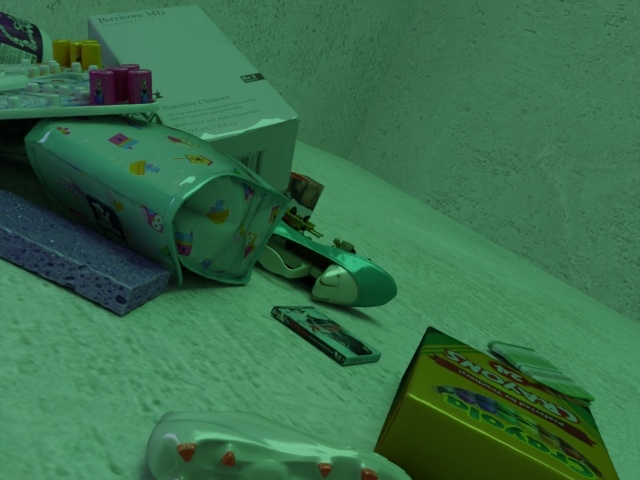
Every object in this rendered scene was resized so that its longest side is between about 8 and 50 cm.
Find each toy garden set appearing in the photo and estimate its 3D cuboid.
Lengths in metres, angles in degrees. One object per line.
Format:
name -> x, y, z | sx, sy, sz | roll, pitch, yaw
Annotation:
toy garden set -> 0.000, 0.000, 1.344 | 0.244, 0.049, 0.204 | 27, 11, 10

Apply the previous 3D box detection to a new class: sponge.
sponge -> -0.266, 0.007, 0.761 | 0.210, 0.031, 0.117 | 25, 10, 4

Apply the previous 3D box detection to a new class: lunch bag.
lunch bag -> -0.194, -0.056, 0.894 | 0.223, 0.160, 0.262 | 29, 6, 19

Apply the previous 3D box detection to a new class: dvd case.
dvd case -> 0.007, 0.113, 0.907 | 0.119, 0.013, 0.087 | 30, 12, 32

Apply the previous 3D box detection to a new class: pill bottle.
pill bottle -> -0.551, -0.299, 1.240 | 0.301, 0.169, 0.169 | 13, 16, -48

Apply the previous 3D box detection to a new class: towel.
towel -> 0.346, 0.211, 1.186 | 0.113, 0.023, 0.152 | 15, 16, -33

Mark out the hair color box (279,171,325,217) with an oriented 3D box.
hair color box -> -0.072, -0.092, 1.517 | 0.053, 0.093, 0.167 | 32, 13, 30

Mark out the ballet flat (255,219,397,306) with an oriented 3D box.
ballet flat -> -0.013, 0.044, 1.070 | 0.247, 0.083, 0.087 | 27, 35, 10

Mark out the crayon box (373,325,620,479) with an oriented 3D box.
crayon box -> 0.165, 0.190, 0.704 | 0.202, 0.081, 0.318 | 27, 11, 8

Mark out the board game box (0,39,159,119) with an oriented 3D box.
board game box -> -0.440, -0.211, 0.936 | 0.389, 0.050, 0.390 | -7, 22, -25

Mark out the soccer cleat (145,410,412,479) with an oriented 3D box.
soccer cleat -> -0.021, 0.154, 0.510 | 0.196, 0.068, 0.076 | 19, 9, -15

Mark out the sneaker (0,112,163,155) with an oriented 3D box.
sneaker -> -0.373, -0.138, 1.069 | 0.296, 0.111, 0.129 | 10, -29, -4

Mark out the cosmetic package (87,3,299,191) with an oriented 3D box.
cosmetic package -> -0.224, -0.231, 1.246 | 0.217, 0.156, 0.385 | -18, 52, -30
